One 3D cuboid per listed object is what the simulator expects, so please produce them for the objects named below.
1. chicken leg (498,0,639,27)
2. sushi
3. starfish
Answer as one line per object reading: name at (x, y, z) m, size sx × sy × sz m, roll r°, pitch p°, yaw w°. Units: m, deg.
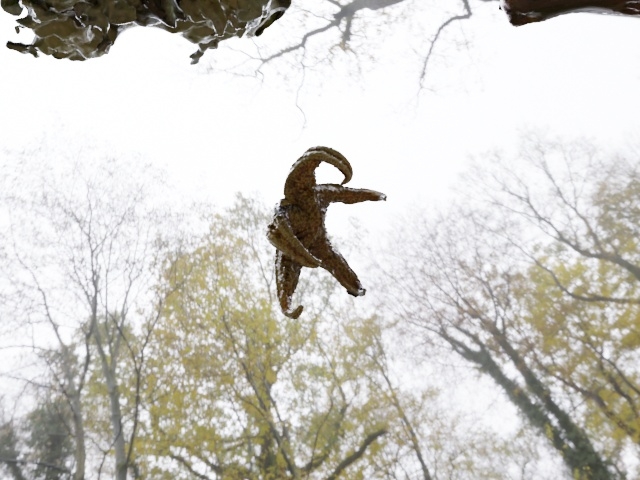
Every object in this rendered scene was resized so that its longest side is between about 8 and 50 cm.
chicken leg at (0.317, -0.189, 0.308) m, size 0.407 × 0.095 × 0.157 m, roll -11°, pitch -56°, yaw 34°
sushi at (-0.140, -0.178, 0.355) m, size 0.291 × 0.139 × 0.131 m, roll -31°, pitch -81°, yaw -48°
starfish at (0.000, 0.001, 0.558) m, size 0.146 × 0.074 × 0.189 m, roll 45°, pitch -121°, yaw -48°
